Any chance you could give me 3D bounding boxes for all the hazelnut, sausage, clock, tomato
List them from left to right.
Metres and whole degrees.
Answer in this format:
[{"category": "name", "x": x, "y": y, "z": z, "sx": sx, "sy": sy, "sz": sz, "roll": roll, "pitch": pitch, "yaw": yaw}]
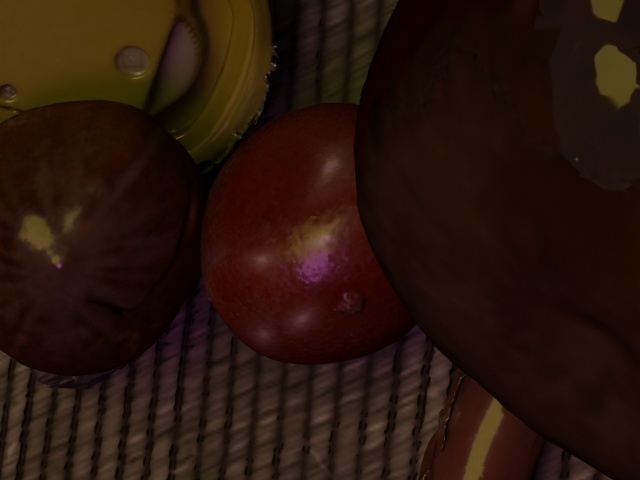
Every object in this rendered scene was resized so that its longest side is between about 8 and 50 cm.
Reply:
[{"category": "clock", "x": -0.172, "y": -0.151, "z": 1.055, "sx": 0.277, "sy": 0.293, "sz": 0.071, "roll": -59, "pitch": 16, "yaw": 31}, {"category": "hazelnut", "x": -0.160, "y": -0.008, "z": 1.012, "sx": 0.182, "sy": 0.182, "sz": 0.182, "roll": -5, "pitch": 78, "yaw": 25}, {"category": "tomato", "x": 0.000, "y": 0.000, "z": 0.977, "sx": 0.167, "sy": 0.167, "sz": 0.167, "roll": -5, "pitch": 78, "yaw": 25}, {"category": "sausage", "x": 0.083, "y": 0.185, "z": 0.955, "sx": 0.078, "sy": 0.078, "sz": 0.304, "roll": 18, "pitch": 88, "yaw": 27}, {"category": "hazelnut", "x": 0.223, "y": -0.038, "z": 0.786, "sx": 0.409, "sy": 0.359, "sz": 0.359, "roll": 29, "pitch": 94, "yaw": 16}]

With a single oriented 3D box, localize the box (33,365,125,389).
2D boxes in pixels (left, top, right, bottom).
[{"category": "box", "x": -0.181, "y": 0.055, "z": 1.112, "sx": 0.045, "sy": 0.062, "sz": 0.098, "roll": -33, "pitch": 70, "yaw": 21}]
